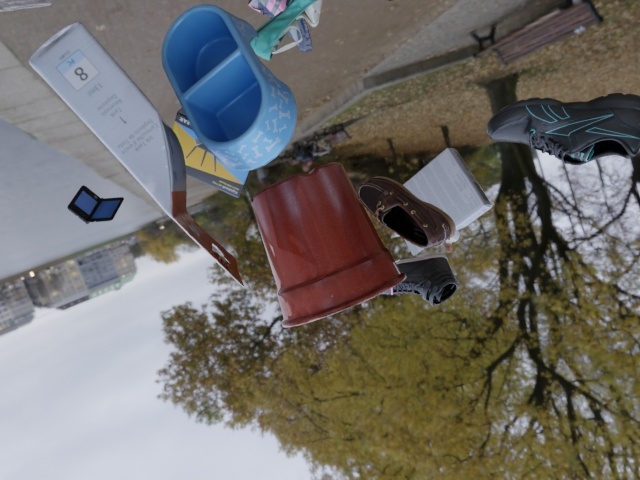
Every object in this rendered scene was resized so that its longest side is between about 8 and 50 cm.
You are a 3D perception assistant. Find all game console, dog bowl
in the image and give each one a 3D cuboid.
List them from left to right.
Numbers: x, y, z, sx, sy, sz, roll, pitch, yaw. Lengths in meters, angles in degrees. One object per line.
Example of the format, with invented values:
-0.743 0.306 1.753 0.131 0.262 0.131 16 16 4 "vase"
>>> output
-0.646 -0.109 1.493 0.071 0.107 0.122 -32 -149 22 "game console"
-0.156 -0.253 0.832 0.166 0.297 0.074 -34 160 15 "dog bowl"

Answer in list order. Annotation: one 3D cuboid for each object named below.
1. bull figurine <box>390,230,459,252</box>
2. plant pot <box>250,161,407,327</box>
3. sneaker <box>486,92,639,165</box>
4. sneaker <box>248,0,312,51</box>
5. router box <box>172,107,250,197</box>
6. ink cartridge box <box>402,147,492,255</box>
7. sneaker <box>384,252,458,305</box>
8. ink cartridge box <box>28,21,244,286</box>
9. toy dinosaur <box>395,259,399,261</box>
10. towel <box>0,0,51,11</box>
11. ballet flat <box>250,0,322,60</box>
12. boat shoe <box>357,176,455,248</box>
0.317 -0.057 1.605 0.189 0.101 0.310 9 -160 3 "bull figurine"
0.000 0.000 1.053 0.273 0.265 0.272 -22 180 0 "plant pot"
0.429 -0.194 0.923 0.268 0.106 0.101 2 164 33 "sneaker"
-0.133 -0.673 1.489 0.131 0.319 0.112 -28 -146 3 "sneaker"
-0.231 -0.187 1.106 0.046 0.179 0.133 -74 -171 -56 "router box"
0.300 -0.098 1.350 0.066 0.189 0.232 1 145 -46 "ink cartridge box"
0.283 0.136 1.573 0.296 0.104 0.147 -14 -138 -12 "sneaker"
-0.229 -0.116 0.803 0.091 0.385 0.308 -43 -168 -5 "ink cartridge box"
0.108 0.048 1.318 0.183 0.053 0.092 18 174 12 "toy dinosaur"
-0.762 -0.679 1.201 0.049 0.282 0.187 -10 -158 35 "towel"
-0.056 -0.513 1.202 0.247 0.087 0.083 -40 -169 10 "ballet flat"
0.135 -0.052 0.910 0.073 0.073 0.207 -26 -139 -32 "boat shoe"
